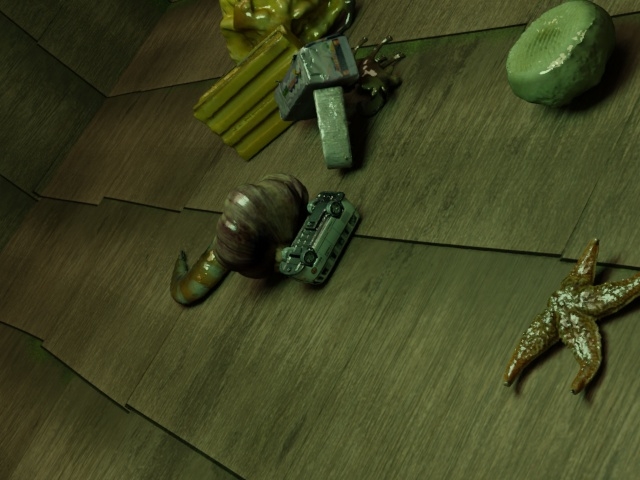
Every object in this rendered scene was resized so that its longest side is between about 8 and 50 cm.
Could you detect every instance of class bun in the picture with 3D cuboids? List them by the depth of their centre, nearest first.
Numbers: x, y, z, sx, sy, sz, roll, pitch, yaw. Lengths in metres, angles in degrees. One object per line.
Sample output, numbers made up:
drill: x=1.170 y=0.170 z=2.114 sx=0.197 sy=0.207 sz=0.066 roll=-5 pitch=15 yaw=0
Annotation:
bun: x=0.407 y=-0.301 z=1.400 sx=0.195 sy=0.118 sz=0.195 roll=-36 pitch=28 yaw=23

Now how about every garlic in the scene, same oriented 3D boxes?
garlic: x=-0.108 y=-0.023 z=1.706 sx=0.160 sy=0.245 sz=0.245 roll=38 pitch=90 yaw=27

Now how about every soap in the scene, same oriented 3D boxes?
soap: x=-0.142 y=-0.372 z=2.112 sx=0.324 sy=0.204 sz=0.096 roll=-36 pitch=31 yaw=23

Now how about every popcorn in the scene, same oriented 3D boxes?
popcorn: x=-0.097 y=-0.609 z=2.234 sx=0.381 sy=0.349 sz=0.349 roll=7 pitch=55 yaw=11

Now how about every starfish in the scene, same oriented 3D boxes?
starfish: x=0.347 y=0.114 z=1.120 sx=0.247 sy=0.050 sz=0.138 roll=-58 pitch=32 yaw=2

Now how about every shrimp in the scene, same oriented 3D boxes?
shrimp: x=-0.288 y=0.072 z=1.991 sx=0.287 sy=0.068 sz=0.185 roll=-25 pitch=35 yaw=52

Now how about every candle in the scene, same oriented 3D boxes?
candle: x=0.031 y=-0.251 z=1.792 sx=0.068 sy=0.169 sz=0.192 roll=-9 pitch=37 yaw=4

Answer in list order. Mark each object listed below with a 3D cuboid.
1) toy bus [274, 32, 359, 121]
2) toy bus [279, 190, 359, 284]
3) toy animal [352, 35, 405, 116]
toy bus: x=-0.015 y=-0.351 z=1.881 sx=0.137 sy=0.113 sz=0.317 roll=-17 pitch=-5 yaw=-16
toy bus: x=0.000 y=0.000 z=1.644 sx=0.087 sy=0.089 sz=0.194 roll=5 pitch=62 yaw=53
toy animal: x=0.114 y=-0.370 z=1.896 sx=0.186 sy=0.094 sz=0.214 roll=-50 pitch=30 yaw=-16
